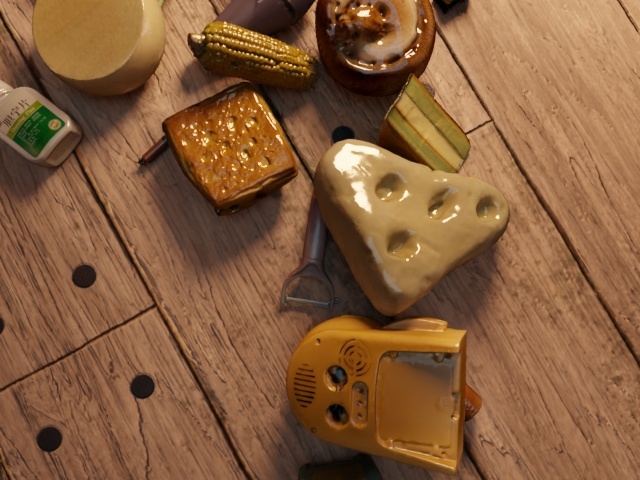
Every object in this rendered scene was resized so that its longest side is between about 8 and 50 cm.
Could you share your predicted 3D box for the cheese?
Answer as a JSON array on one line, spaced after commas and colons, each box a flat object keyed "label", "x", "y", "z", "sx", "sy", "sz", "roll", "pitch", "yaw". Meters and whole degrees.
[{"label": "cheese", "x": 0.166, "y": -0.076, "z": 0.857, "sx": 0.351, "sy": 0.129, "sz": 0.328, "roll": -32, "pitch": 79, "yaw": -21}]

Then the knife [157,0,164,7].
[{"label": "knife", "x": -0.338, "y": -0.500, "z": 0.927, "sx": 0.043, "sy": 0.020, "sz": 0.293, "roll": 29, "pitch": 95, "yaw": 25}]

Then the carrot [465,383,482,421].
[{"label": "carrot", "x": 0.222, "y": 0.259, "z": 0.884, "sx": 0.210, "sy": 0.061, "sz": 0.061, "roll": 44, "pitch": 85, "yaw": 6}]

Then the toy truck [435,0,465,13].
[{"label": "toy truck", "x": 0.290, "y": -0.536, "z": 0.956, "sx": 0.083, "sy": 0.054, "sz": 0.049, "roll": -35, "pitch": 87, "yaw": -6}]

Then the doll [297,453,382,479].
[{"label": "doll", "x": 0.053, "y": 0.544, "z": 0.796, "sx": 0.177, "sy": 0.161, "sz": 0.260, "roll": -9, "pitch": 83, "yaw": -5}]

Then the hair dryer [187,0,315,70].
[{"label": "hair dryer", "x": -0.198, "y": -0.558, "z": 0.933, "sx": 0.301, "sy": 0.121, "sz": 0.361, "roll": -35, "pitch": 78, "yaw": 4}]

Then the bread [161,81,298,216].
[{"label": "bread", "x": -0.174, "y": -0.177, "z": 0.887, "sx": 0.211, "sy": 0.099, "sz": 0.235, "roll": -30, "pitch": 81, "yaw": -7}]

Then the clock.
[{"label": "clock", "x": 0.093, "y": 0.252, "z": 0.795, "sx": 0.317, "sy": 0.200, "sz": 0.244, "roll": 3, "pitch": 84, "yaw": 17}]

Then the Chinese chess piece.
[{"label": "Chinese chess piece", "x": -0.429, "y": -0.411, "z": 0.877, "sx": 0.251, "sy": 0.097, "sz": 0.250, "roll": 0, "pitch": 90, "yaw": 7}]

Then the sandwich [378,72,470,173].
[{"label": "sandwich", "x": 0.217, "y": -0.209, "z": 0.880, "sx": 0.187, "sy": 0.144, "sz": 0.117, "roll": 30, "pitch": 87, "yaw": 1}]

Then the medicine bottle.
[{"label": "medicine bottle", "x": -0.580, "y": -0.237, "z": 0.888, "sx": 0.183, "sy": 0.069, "sz": 0.119, "roll": 38, "pitch": 87, "yaw": 3}]

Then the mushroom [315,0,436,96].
[{"label": "mushroom", "x": 0.108, "y": -0.414, "z": 0.888, "sx": 0.253, "sy": 0.153, "sz": 0.252, "roll": 0, "pitch": 94, "yaw": -4}]

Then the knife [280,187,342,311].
[{"label": "knife", "x": 0.000, "y": -0.001, "z": 0.900, "sx": 0.124, "sy": 0.053, "sz": 0.277, "roll": 9, "pitch": 86, "yaw": -7}]

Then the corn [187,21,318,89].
[{"label": "corn", "x": -0.125, "y": -0.354, "z": 0.869, "sx": 0.262, "sy": 0.097, "sz": 0.097, "roll": 5, "pitch": 84, "yaw": -28}]

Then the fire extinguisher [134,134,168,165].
[{"label": "fire extinguisher", "x": -0.342, "y": -0.183, "z": 0.913, "sx": 0.083, "sy": 0.022, "sz": 0.028, "roll": -44, "pitch": 124, "yaw": -5}]
